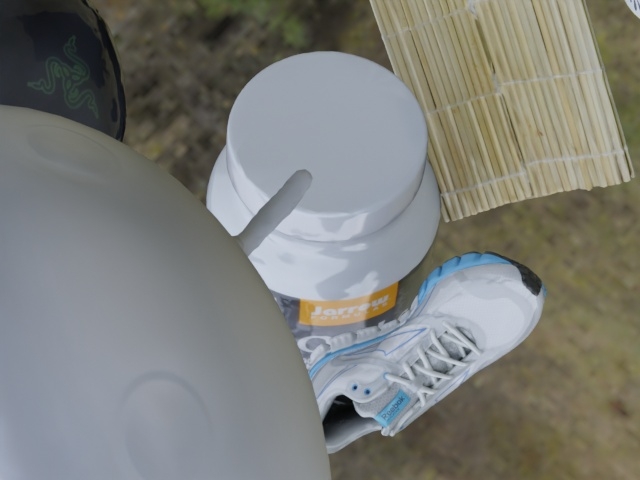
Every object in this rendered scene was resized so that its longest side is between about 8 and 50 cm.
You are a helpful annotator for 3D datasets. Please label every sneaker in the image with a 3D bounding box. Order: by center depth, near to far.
[{"bbox_3d":[0.061,0.079,1.137,0.071,0.083,0.191,42,126,-16],"label":"sneaker"}]

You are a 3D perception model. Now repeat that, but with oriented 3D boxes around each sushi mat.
[{"bbox_3d":[0.113,-0.166,1.323,0.151,0.019,0.316,-10,114,23],"label":"sushi mat"}]

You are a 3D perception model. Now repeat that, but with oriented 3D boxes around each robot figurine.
[{"bbox_3d":[-0.149,0.084,0.487,0.200,0.354,0.300,95,156,-72],"label":"robot figurine"}]

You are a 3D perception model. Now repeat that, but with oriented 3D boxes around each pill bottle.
[{"bbox_3d":[0.000,0.000,1.318,0.162,0.162,0.278,36,155,17],"label":"pill bottle"}]

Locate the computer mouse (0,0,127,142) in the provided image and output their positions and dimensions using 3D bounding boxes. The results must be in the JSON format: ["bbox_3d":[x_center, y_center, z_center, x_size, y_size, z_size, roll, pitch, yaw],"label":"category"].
[{"bbox_3d":[-0.168,0.000,0.837,0.188,0.272,0.072,36,168,-32],"label":"computer mouse"}]

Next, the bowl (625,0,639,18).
[{"bbox_3d":[0.389,-0.310,1.956,0.170,0.170,0.080,30,170,33],"label":"bowl"}]
